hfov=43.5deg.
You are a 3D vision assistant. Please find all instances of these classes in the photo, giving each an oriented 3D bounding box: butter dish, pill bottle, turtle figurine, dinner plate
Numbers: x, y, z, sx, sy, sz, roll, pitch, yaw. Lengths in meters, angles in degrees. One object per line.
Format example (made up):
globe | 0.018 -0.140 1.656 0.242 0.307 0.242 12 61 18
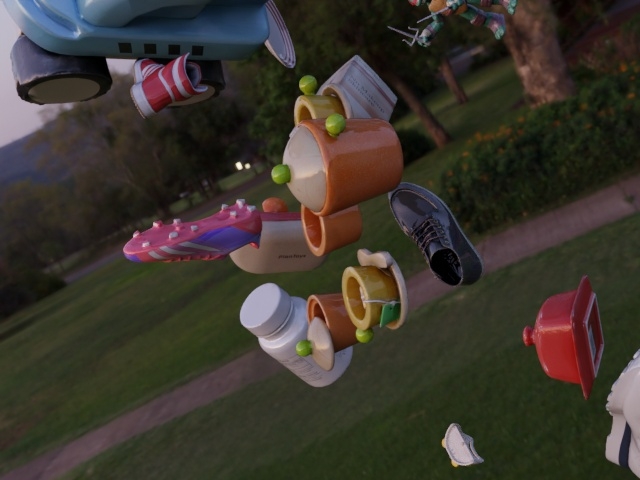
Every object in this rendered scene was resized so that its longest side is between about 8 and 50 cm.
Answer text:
butter dish | 0.394 0.157 1.320 0.118 0.160 0.160 -5 23 28
pill bottle | -0.050 0.187 1.609 0.131 0.229 0.131 -27 40 25
turtle figurine | 0.259 -0.462 1.588 0.234 0.118 0.175 4 -9 -4
dinner plate | -0.079 -0.341 1.293 0.017 0.141 0.141 -19 14 18

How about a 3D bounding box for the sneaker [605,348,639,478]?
sneaker | 0.316 0.159 0.713 0.090 0.235 0.095 -42 51 -11

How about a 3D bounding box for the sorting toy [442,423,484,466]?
sorting toy | 0.275 0.393 1.507 0.075 0.083 0.045 17 -54 -42

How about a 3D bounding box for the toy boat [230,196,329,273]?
toy boat | -0.088 -0.026 1.664 0.231 0.151 0.151 -2 -39 -24

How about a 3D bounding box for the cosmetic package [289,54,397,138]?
cosmetic package | 0.058 -0.270 1.745 0.129 0.153 0.296 -39 16 30

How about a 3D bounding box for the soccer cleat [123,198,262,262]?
soccer cleat | -0.210 0.005 1.367 0.248 0.095 0.083 -20 30 -27

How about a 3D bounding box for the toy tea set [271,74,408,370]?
toy tea set | 0.000 0.000 0.861 0.124 0.336 0.200 -12 20 -20

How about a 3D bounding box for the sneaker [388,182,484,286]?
sneaker | 0.187 -0.016 1.360 0.083 0.222 0.118 -46 -16 17

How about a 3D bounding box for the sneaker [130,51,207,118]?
sneaker | -0.145 -0.159 0.777 0.067 0.042 0.118 -25 31 4

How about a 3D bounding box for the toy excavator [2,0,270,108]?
toy excavator | -0.099 -0.316 0.843 0.433 0.222 0.445 -6 -8 -31
